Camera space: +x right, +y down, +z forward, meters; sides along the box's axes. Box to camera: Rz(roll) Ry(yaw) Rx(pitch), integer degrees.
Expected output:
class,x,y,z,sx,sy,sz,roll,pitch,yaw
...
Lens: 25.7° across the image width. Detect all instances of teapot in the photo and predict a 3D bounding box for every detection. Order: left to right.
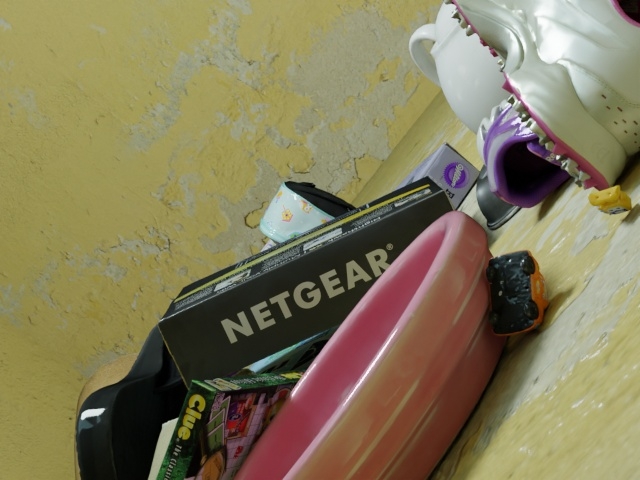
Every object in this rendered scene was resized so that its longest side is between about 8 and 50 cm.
class,x,y,z,sx,sy,sz,roll,pitch,yaw
teapot,0.210,-0.239,1.585,0.256,0.187,0.252,-53,3,22

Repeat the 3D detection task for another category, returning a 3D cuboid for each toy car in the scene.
class,x,y,z,sx,sy,sz,roll,pitch,yaw
toy car,0.164,0.019,0.931,0.122,0.060,0.040,-34,-33,26

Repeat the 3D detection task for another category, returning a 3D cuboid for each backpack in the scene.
class,x,y,z,sx,sy,sz,roll,pitch,yaw
backpack,0.000,0.000,2.029,0.144,0.188,0.166,-53,4,8

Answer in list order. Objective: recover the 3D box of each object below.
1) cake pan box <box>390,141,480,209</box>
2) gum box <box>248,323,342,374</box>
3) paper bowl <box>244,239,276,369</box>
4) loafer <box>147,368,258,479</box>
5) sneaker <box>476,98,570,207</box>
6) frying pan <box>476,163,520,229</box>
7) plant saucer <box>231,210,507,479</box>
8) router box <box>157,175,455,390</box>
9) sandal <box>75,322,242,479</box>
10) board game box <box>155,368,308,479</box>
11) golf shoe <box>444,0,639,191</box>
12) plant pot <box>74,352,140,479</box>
class,x,y,z,sx,sy,sz,roll,pitch,yaw
cake pan box,0.079,0.016,1.808,0.246,0.070,0.267,-52,3,-19
gum box,-0.036,0.155,1.528,0.157,0.041,0.184,-27,9,28
paper bowl,-0.100,0.140,2.353,0.284,0.148,0.284,-53,4,5
loafer,-0.120,0.210,1.301,0.102,0.092,0.268,-27,8,41
sneaker,0.209,-0.114,1.169,0.236,0.095,0.105,-57,7,36
frying pan,0.248,-0.152,1.373,0.326,0.053,0.197,-56,4,-2
plant saucer,0.032,0.130,1.037,0.332,0.084,0.332,-54,3,4
router box,-0.003,0.037,1.449,0.308,0.081,0.243,-25,5,4
sandal,-0.151,0.193,1.564,0.107,0.168,0.446,-8,10,10
board game box,-0.062,0.180,1.202,0.259,0.030,0.136,5,-72,-67
golf shoe,0.187,-0.171,1.079,0.140,0.115,0.306,-40,46,15
plant pot,-0.223,0.315,1.842,0.237,0.237,0.254,-52,18,27
